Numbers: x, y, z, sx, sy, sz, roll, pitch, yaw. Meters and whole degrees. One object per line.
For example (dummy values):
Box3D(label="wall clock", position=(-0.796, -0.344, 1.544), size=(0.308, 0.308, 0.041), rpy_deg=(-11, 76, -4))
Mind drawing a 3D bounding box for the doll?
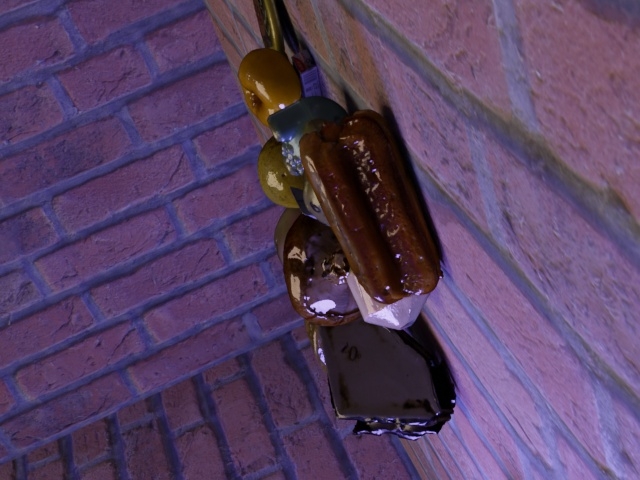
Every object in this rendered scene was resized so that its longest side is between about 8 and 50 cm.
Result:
Box3D(label="doll", position=(0.025, -0.134, 1.699), size=(0.260, 0.162, 0.177), rpy_deg=(62, 175, 33))

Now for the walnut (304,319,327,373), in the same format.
Box3D(label="walnut", position=(0.082, 0.232, 2.318), size=(0.227, 0.283, 0.283), rpy_deg=(19, 138, 49))

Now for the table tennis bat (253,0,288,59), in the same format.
Box3D(label="table tennis bat", position=(-0.107, -0.439, 2.049), size=(0.224, 0.054, 0.368), rpy_deg=(-142, 38, -76))

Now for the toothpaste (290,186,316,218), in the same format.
Box3D(label="toothpaste", position=(0.044, -0.047, 1.804), size=(0.234, 0.057, 0.089), rpy_deg=(21, -152, -37))

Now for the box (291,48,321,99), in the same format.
Box3D(label="box", position=(-0.025, -0.327, 1.985), size=(0.055, 0.040, 0.218), rpy_deg=(62, 174, 23))

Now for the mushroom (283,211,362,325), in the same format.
Box3D(label="mushroom", position=(0.048, 0.060, 1.959), size=(0.254, 0.267, 0.267), rpy_deg=(46, 163, 45))

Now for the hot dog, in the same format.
Box3D(label="hot dog", position=(0.091, -0.055, 1.522), size=(0.117, 0.158, 0.348), rpy_deg=(-82, -32, -65))

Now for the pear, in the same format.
Box3D(label="pear", position=(-0.057, -0.179, 2.144), size=(0.197, 0.197, 0.197), rpy_deg=(155, 90, -85))

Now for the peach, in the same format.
Box3D(label="peach", position=(-0.103, -0.319, 1.933), size=(0.179, 0.103, 0.179), rpy_deg=(53, 163, 24))

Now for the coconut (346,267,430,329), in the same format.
Box3D(label="coconut", position=(0.136, 0.096, 1.751), size=(0.147, 0.147, 0.152), rpy_deg=(93, 153, -79))

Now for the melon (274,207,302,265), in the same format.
Box3D(label="melon", position=(0.000, 0.000, 2.222), size=(0.317, 0.223, 0.223), rpy_deg=(-116, 3, -73))

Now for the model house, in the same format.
Box3D(label="model house", position=(0.178, 0.305, 2.086), size=(0.282, 0.317, 0.297), rpy_deg=(35, -126, -57))
